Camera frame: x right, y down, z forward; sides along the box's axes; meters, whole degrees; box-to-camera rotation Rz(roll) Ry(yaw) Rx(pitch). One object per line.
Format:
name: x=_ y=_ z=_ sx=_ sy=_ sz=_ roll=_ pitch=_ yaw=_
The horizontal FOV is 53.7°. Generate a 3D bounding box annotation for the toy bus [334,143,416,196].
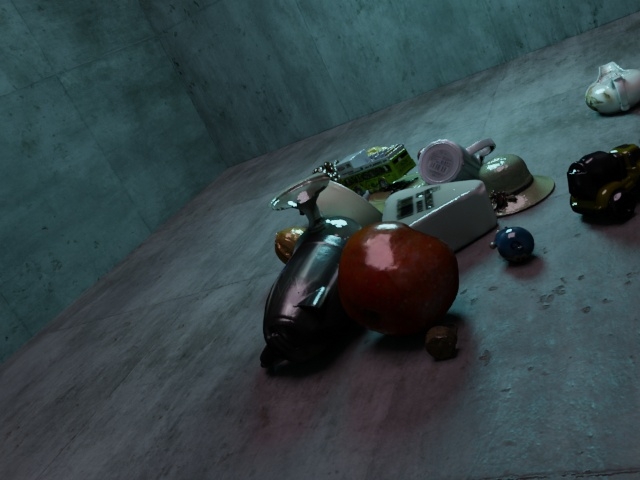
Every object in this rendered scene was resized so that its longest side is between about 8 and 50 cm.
toy bus: x=0.187 y=-0.249 z=2.196 sx=0.113 sy=0.139 sz=0.301 roll=-40 pitch=15 yaw=-31

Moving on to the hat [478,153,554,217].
hat: x=0.543 y=-0.183 z=1.873 sx=0.257 sy=0.130 sz=0.257 roll=-24 pitch=19 yaw=9

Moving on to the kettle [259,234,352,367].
kettle: x=-0.048 y=0.186 z=1.608 sx=0.321 sy=0.228 sz=0.324 roll=-46 pitch=5 yaw=41

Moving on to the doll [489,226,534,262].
doll: x=0.474 y=0.005 z=1.558 sx=0.114 sy=0.085 sz=0.152 roll=-14 pitch=10 yaw=3

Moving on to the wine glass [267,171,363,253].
wine glass: x=0.011 y=-0.008 z=1.815 sx=0.238 sy=0.323 sz=0.238 roll=-22 pitch=18 yaw=8

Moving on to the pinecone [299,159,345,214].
pinecone: x=0.030 y=-0.177 z=2.407 sx=0.272 sy=0.224 sz=0.224 roll=-34 pitch=15 yaw=24

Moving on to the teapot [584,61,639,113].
teapot: x=0.998 y=-0.513 z=2.129 sx=0.204 sy=0.139 sz=0.298 roll=-18 pitch=20 yaw=17

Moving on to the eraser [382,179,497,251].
eraser: x=0.297 y=-0.056 z=1.837 sx=0.331 sy=0.150 sz=0.331 roll=-24 pitch=17 yaw=8

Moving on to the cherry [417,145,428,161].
cherry: x=0.417 y=-0.254 z=2.151 sx=0.107 sy=0.225 sz=0.090 roll=-18 pitch=53 yaw=51

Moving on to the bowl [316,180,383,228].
bowl: x=0.071 y=-0.062 z=2.018 sx=0.145 sy=0.277 sz=0.277 roll=-54 pitch=25 yaw=-9

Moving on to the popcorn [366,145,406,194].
popcorn: x=0.243 y=-0.280 z=2.450 sx=0.187 sy=0.185 sz=0.167 roll=-15 pitch=38 yaw=6

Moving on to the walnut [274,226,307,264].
walnut: x=-0.071 y=0.027 z=2.079 sx=0.144 sy=0.180 sz=0.144 roll=-62 pitch=-4 yaw=-8

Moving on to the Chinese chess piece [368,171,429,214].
Chinese chess piece: x=0.283 y=-0.138 z=2.142 sx=0.250 sy=0.101 sz=0.250 roll=-24 pitch=18 yaw=8

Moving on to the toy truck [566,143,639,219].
toy truck: x=0.707 y=-0.157 z=1.537 sx=0.224 sy=0.165 sz=0.147 roll=-31 pitch=19 yaw=-15

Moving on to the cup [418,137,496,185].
cup: x=0.416 y=-0.241 z=1.955 sx=0.167 sy=0.221 sz=0.202 roll=30 pitch=9 yaw=31

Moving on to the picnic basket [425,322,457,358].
picnic basket: x=0.256 y=0.203 z=1.340 sx=0.072 sy=0.072 sz=0.083 roll=-17 pitch=22 yaw=26

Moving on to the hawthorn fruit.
hawthorn fruit: x=0.176 y=0.082 z=1.460 sx=0.284 sy=0.284 sz=0.284 roll=-24 pitch=19 yaw=9
